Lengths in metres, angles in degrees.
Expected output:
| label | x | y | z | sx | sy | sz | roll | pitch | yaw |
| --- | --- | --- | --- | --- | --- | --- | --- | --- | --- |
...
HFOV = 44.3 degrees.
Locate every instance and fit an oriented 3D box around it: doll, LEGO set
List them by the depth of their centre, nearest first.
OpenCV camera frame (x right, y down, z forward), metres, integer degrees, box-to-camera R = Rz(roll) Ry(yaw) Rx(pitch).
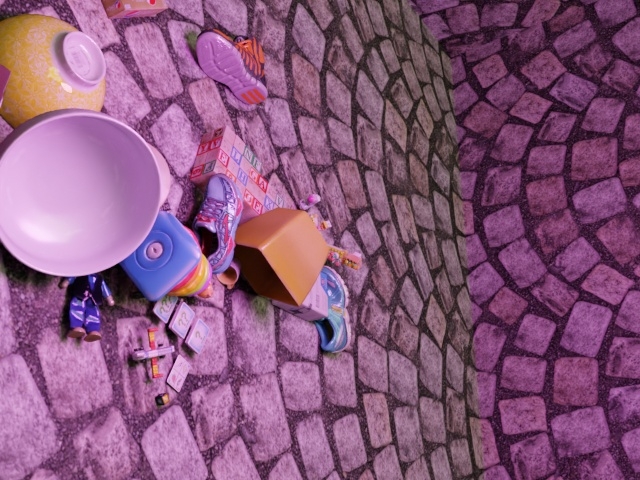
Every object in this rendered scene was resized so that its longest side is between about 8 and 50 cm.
| label | x | y | z | sx | sy | sz | roll | pitch | yaw |
| --- | --- | --- | --- | --- | --- | --- | --- | --- | --- |
| doll | -0.489 | 0.118 | 1.659 | 0.129 | 0.046 | 0.189 | 24 | 49 | -42 |
| LEGO set | -0.340 | 0.251 | 1.819 | 0.182 | 0.060 | 0.244 | 54 | 42 | -36 |
| LEGO set | 0.000 | 0.000 | 2.460 | 0.107 | 0.132 | 0.287 | -13 | 65 | -55 |

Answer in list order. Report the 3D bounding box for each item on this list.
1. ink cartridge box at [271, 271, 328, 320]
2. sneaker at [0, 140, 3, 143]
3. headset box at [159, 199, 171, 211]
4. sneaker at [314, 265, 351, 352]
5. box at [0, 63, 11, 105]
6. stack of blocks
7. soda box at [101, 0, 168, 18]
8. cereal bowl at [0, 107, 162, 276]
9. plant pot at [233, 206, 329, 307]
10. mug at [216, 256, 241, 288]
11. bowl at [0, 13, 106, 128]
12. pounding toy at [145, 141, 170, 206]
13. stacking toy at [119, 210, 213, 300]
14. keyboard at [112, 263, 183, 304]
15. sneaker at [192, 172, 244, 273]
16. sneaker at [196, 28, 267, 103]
| label | x | y | z | sx | sy | sz | roll | pitch | yaw |
| --- | --- | --- | --- | --- | --- | --- | --- | --- | --- |
| ink cartridge box | -0.060 | 0.144 | 2.338 | 0.190 | 0.082 | 0.140 | 31 | 50 | -48 |
| sneaker | -0.626 | -0.186 | 1.574 | 0.134 | 0.051 | 0.070 | 33 | 49 | -55 |
| headset box | -0.409 | -0.093 | 1.913 | 0.083 | 0.032 | 0.062 | -24 | 97 | -59 |
| sneaker | 0.026 | 0.212 | 2.438 | 0.110 | 0.107 | 0.275 | -2 | 77 | -50 |
| box | -0.695 | -0.269 | 1.378 | 0.203 | 0.167 | 0.168 | 42 | 42 | -43 |
| stack of blocks | -0.222 | -0.157 | 2.203 | 0.297 | 0.087 | 0.171 | 47 | 39 | -39 |
| soda box | -0.476 | -0.611 | 2.023 | 0.181 | 0.061 | 0.058 | -32 | 104 | -59 |
| cereal bowl | -0.499 | -0.104 | 1.569 | 0.339 | 0.141 | 0.339 | -14 | 116 | -31 |
| plant pot | -0.105 | 0.026 | 2.119 | 0.187 | 0.212 | 0.212 | -45 | 120 | -23 |
| mug | -0.243 | 0.081 | 2.098 | 0.062 | 0.078 | 0.064 | 33 | 28 | -3 |
| bowl | -0.554 | -0.365 | 1.677 | 0.289 | 0.156 | 0.289 | 35 | 47 | -48 |
| pounding toy | -0.460 | -0.115 | 1.773 | 0.183 | 0.110 | 0.237 | 51 | 57 | -13 |
| stacking toy | -0.316 | 0.074 | 1.826 | 0.175 | 0.166 | 0.302 | 45 | -3 | 27 |
| keyboard | -0.404 | 0.054 | 1.852 | 0.317 | 0.033 | 0.201 | 9 | 68 | -57 |
| sneaker | -0.266 | -0.049 | 1.998 | 0.125 | 0.104 | 0.262 | 28 | 64 | -72 |
| sneaker | -0.265 | -0.553 | 2.319 | 0.321 | 0.124 | 0.180 | 47 | 34 | -56 |
